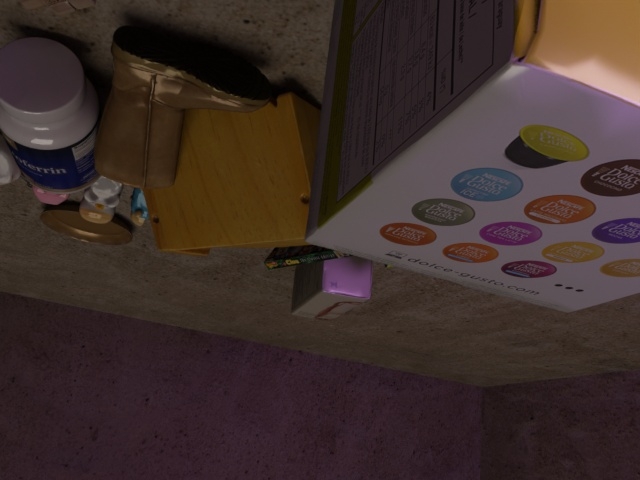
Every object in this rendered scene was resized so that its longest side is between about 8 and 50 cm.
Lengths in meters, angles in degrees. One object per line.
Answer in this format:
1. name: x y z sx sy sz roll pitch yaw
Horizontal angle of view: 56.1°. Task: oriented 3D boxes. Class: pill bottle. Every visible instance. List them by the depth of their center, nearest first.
1. pill bottle: -0.428 -0.191 0.960 0.153 0.153 0.265 12 158 -10

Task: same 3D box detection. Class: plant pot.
1. plant pot: -0.611 -0.043 1.583 0.236 0.032 0.236 7 159 3

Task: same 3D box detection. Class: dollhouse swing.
1. dollhouse swing: -0.092 -0.109 1.113 0.346 0.315 0.305 -5 -169 32

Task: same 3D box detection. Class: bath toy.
1. bath toy: -0.520 -0.126 1.220 0.348 0.129 0.151 16 114 -26

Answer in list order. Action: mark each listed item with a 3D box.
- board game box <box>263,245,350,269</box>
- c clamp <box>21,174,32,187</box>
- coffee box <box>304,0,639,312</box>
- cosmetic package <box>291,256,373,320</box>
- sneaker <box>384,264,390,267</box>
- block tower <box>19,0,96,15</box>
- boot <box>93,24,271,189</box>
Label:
1. board game box: 0.000 0.000 1.348 0.259 0.136 0.030 -11 119 39
2. c clamp: -0.651 -0.154 1.329 0.137 0.022 0.161 -3 156 13
3. coffee box: 0.211 -0.159 0.555 0.337 0.338 0.334 14 158 -18
4. cosmetic package: 0.025 0.108 1.593 0.129 0.153 0.296 11 161 -14
5. sneaker: 0.196 -0.034 1.255 0.121 0.111 0.300 -8 161 -4
6. block tower: -0.356 -0.361 0.569 0.090 0.097 0.335 -4 155 26
7. boot: -0.219 -0.177 0.921 0.236 0.089 0.269 19 140 -9
